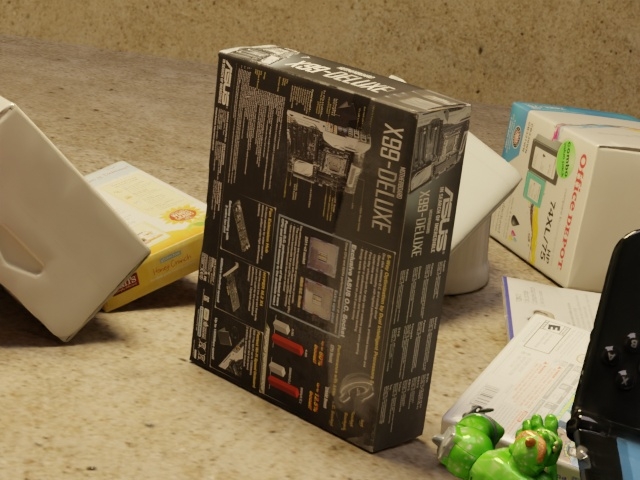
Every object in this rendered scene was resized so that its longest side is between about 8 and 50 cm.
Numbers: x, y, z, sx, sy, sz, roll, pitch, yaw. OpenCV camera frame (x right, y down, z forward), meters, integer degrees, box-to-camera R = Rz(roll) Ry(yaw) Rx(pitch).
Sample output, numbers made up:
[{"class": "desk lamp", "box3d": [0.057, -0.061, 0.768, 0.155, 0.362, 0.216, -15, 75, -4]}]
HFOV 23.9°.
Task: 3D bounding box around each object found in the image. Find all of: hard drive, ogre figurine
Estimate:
[{"class": "hard drive", "box3d": [0.072, -0.050, 1.707, 0.203, 0.040, 0.307, 39, 48, 10]}, {"class": "ogre figurine", "box3d": [0.166, 0.192, 1.157, 0.118, 0.097, 0.197, 10, 41, -53]}]

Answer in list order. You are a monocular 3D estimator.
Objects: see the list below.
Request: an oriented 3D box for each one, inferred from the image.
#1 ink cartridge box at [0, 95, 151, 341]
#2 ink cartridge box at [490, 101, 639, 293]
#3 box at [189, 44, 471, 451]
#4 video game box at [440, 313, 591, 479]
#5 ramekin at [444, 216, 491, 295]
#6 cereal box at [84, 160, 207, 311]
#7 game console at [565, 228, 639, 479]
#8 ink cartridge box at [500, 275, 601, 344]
[{"class": "ink cartridge box", "box3d": [-0.333, -0.055, 1.499, 0.306, 0.131, 0.226, 27, -19, 52]}, {"class": "ink cartridge box", "box3d": [0.379, -0.057, 2.031, 0.197, 0.198, 0.270, 5, 14, -19]}, {"class": "box", "box3d": [0.000, 0.000, 1.344, 0.242, 0.307, 0.076, 21, 22, 40]}, {"class": "video game box", "box3d": [0.231, 0.152, 1.321, 0.187, 0.048, 0.205, 17, 32, 26]}, {"class": "ramekin", "box3d": [0.086, -0.037, 1.894, 0.277, 0.135, 0.277, 9, 14, -2]}, {"class": "cereal box", "box3d": [-0.226, -0.010, 1.659, 0.173, 0.047, 0.240, -25, 31, -28]}, {"class": "game console", "box3d": [0.340, 0.134, 1.073, 0.293, 0.250, 0.173, 17, -10, -2]}, {"class": "ink cartridge box", "box3d": [0.339, 0.127, 1.564, 0.307, 0.072, 0.303, 6, 16, 4]}]
